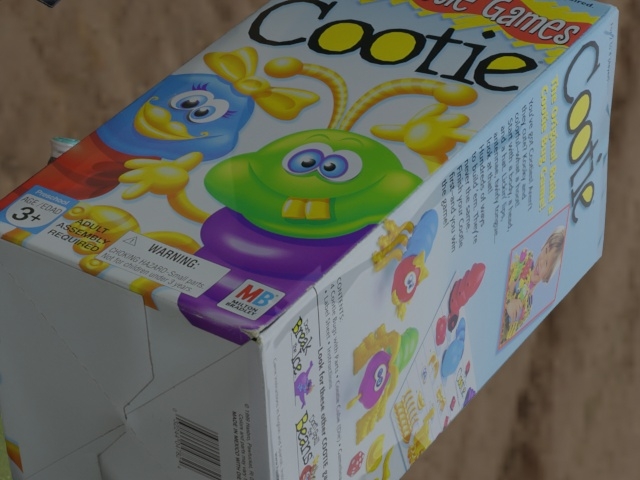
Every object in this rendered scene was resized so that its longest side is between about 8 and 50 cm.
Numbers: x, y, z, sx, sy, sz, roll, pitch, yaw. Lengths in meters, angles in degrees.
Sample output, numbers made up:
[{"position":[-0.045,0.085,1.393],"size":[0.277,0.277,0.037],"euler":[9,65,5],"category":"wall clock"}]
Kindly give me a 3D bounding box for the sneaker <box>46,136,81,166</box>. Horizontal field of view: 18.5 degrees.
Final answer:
[{"position":[-0.237,-0.038,1.934],"size":[0.166,0.065,0.076],"euler":[58,45,-64],"category":"sneaker"}]

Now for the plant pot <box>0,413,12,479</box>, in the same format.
[{"position":[-0.245,0.180,1.093],"size":[0.353,0.366,0.366],"euler":[42,40,-13],"category":"plant pot"}]

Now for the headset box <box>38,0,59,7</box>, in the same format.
[{"position":[-0.217,-0.242,1.017],"size":[0.293,0.218,0.110],"euler":[45,16,-21],"category":"headset box"}]

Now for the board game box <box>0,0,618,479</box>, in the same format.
[{"position":[0.000,0.000,0.849],"size":[0.275,0.142,0.144],"euler":[-42,141,-41],"category":"board game box"}]
